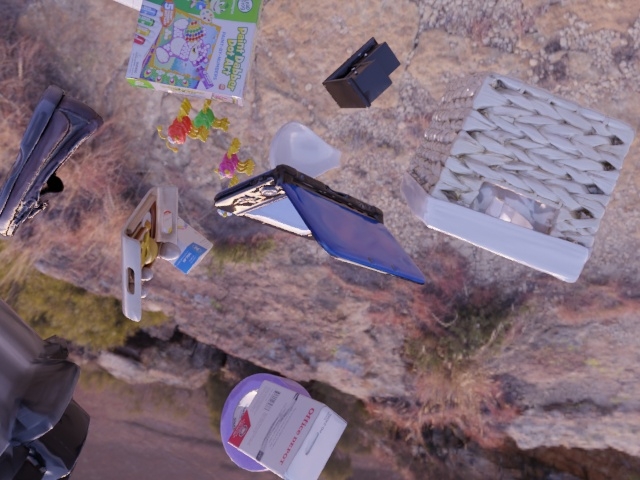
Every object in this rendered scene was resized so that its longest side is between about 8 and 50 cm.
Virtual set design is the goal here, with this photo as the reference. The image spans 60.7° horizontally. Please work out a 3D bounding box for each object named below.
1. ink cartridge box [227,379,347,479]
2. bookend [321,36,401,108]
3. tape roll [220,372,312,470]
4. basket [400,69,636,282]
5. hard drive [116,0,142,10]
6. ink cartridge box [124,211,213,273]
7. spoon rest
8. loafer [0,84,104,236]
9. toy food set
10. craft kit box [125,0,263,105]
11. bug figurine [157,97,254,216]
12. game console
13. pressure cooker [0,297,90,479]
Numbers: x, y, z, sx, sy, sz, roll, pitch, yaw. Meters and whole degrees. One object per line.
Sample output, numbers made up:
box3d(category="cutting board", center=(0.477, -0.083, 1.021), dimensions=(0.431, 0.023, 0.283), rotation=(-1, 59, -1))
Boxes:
box3d(category="ink cartridge box", center=(-0.050, 0.280, 0.797), dimensions=(0.150, 0.109, 0.063), rotation=(4, 144, 51))
box3d(category="bookend", center=(0.103, -0.352, 1.134), dimensions=(0.156, 0.157, 0.072), rotation=(-43, 113, -4))
box3d(category="tape roll", center=(-0.107, 0.375, 1.126), dimensions=(0.189, 0.189, 0.080), rotation=(-11, 154, 27))
box3d(category="basket", center=(0.133, -0.055, 0.403), dimensions=(0.113, 0.167, 0.103), rotation=(21, 105, -1))
box3d(category="hard drive", center=(-0.616, -0.750, 1.410), dimensions=(0.353, 0.047, 0.233), rotation=(19, 156, -16))
box3d(category="ink cartridge box", center=(-0.446, -0.016, 1.616), dimensions=(0.231, 0.134, 0.078), rotation=(39, 105, -5))
box3d(category="spoon rest", center=(-0.025, -0.189, 1.213), dimensions=(0.084, 0.276, 0.137), rotation=(8, 99, 26))
box3d(category="loafer", center=(-0.452, -0.106, 0.890), dimensions=(0.095, 0.109, 0.302), rotation=(25, 122, -26))
box3d(category="toy food set", center=(-0.413, 0.022, 1.362), dimensions=(0.092, 0.306, 0.220), rotation=(8, 119, -3))
box3d(category="craft kit box", center=(-0.262, -0.430, 1.160), dimensions=(0.246, 0.250, 0.061), rotation=(9, 173, -4))
box3d(category="bug figurine", center=(-0.239, -0.190, 1.203), dimensions=(0.072, 0.216, 0.279), rotation=(-18, 122, 20))
box3d(category="game console", center=(0.000, 0.000, 0.942), dimensions=(0.250, 0.173, 0.293), rotation=(-18, 156, 35))
box3d(category="pressure cooker", center=(-0.470, 0.178, 0.546), dimensions=(0.369, 0.375, 0.420), rotation=(7, 136, 45))
